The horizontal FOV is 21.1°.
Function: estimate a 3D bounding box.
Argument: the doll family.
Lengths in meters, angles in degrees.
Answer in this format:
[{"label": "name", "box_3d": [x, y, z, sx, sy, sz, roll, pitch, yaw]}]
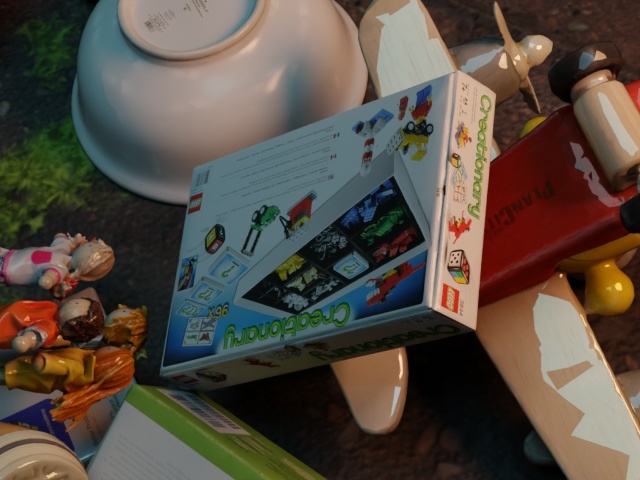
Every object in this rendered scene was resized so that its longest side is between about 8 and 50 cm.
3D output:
[{"label": "doll family", "box_3d": [-0.224, 0.079, 1.410, 0.163, 0.118, 0.263, -3, 17, -3]}]

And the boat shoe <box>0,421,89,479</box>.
[{"label": "boat shoe", "box_3d": [-0.376, 0.334, 1.303, 0.156, 0.187, 0.500, 28, 76, 44]}]

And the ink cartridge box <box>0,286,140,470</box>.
[{"label": "ink cartridge box", "box_3d": [-0.312, 0.180, 1.473, 0.332, 0.065, 0.165, -24, 55, -7]}]

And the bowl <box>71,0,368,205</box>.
[{"label": "bowl", "box_3d": [-0.110, -0.189, 1.644, 0.298, 0.134, 0.298, -5, 55, 7]}]

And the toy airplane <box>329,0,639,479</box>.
[{"label": "toy airplane", "box_3d": [0.165, 0.006, 1.413, 0.384, 0.272, 0.386, 16, 97, 32]}]

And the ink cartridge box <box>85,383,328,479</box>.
[{"label": "ink cartridge box", "box_3d": [-0.118, 0.269, 1.364, 0.189, 0.097, 0.255, 32, 98, 27]}]

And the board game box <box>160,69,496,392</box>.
[{"label": "board game box", "box_3d": [0.000, 0.000, 1.338, 0.305, 0.053, 0.193, -16, 58, 44]}]
